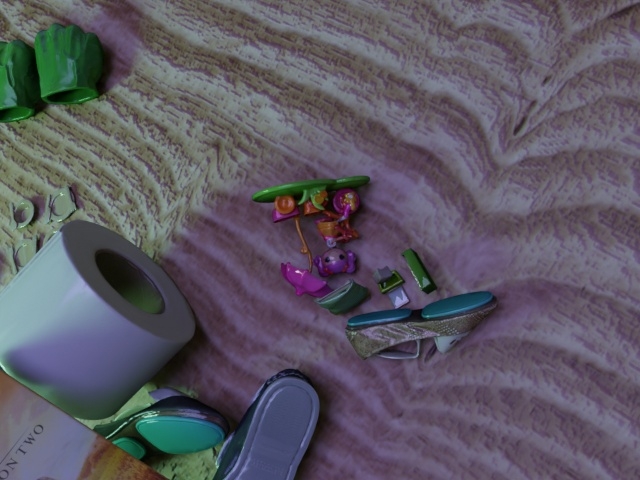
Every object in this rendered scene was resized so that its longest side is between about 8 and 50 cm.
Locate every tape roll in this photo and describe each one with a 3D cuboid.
[{"bbox_3d":[-0.329,0.113,0.934,0.169,0.246,0.246,-45,64,8],"label":"tape roll"}]

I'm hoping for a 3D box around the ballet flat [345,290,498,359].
[{"bbox_3d":[0.135,0.117,0.840,0.206,0.073,0.067,-13,99,23],"label":"ballet flat"}]

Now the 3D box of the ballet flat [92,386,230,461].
[{"bbox_3d":[-0.248,0.270,0.937,0.280,0.095,0.096,-22,32,22],"label":"ballet flat"}]

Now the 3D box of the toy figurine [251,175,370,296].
[{"bbox_3d":[0.000,0.000,0.913,0.173,0.130,0.159,-10,86,-4],"label":"toy figurine"}]

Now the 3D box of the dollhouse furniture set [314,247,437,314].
[{"bbox_3d":[0.076,0.075,0.860,0.151,0.076,0.058,-31,66,12],"label":"dollhouse furniture set"}]

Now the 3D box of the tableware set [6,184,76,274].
[{"bbox_3d":[-0.515,-0.021,1.173,0.168,0.020,0.141,-16,71,19],"label":"tableware set"}]

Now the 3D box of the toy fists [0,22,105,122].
[{"bbox_3d":[-0.535,-0.322,1.221,0.279,0.096,0.142,-10,83,20],"label":"toy fists"}]

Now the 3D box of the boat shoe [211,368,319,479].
[{"bbox_3d":[-0.088,0.318,0.865,0.114,0.091,0.302,31,88,-5],"label":"boat shoe"}]

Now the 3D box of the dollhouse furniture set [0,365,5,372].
[{"bbox_3d":[-0.604,0.239,1.053,0.129,0.183,0.129,-22,69,17],"label":"dollhouse furniture set"}]

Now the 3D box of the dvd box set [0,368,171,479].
[{"bbox_3d":[-0.331,0.365,0.732,0.420,0.062,0.308,33,64,1],"label":"dvd box set"}]
